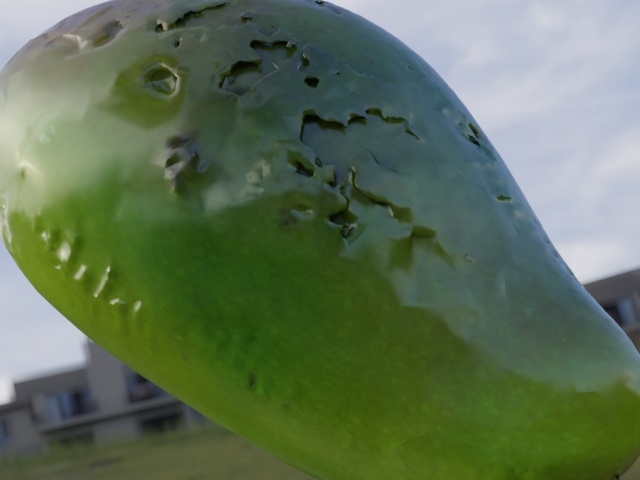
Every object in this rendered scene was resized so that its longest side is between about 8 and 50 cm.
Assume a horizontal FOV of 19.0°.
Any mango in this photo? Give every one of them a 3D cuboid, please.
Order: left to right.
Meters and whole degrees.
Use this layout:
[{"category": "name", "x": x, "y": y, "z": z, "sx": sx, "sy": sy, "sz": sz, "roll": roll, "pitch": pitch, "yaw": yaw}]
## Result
[{"category": "mango", "x": 0.000, "y": 0.000, "z": 0.567, "sx": 0.111, "sy": 0.233, "sz": 0.125, "roll": -25, "pitch": -43, "yaw": -51}]
